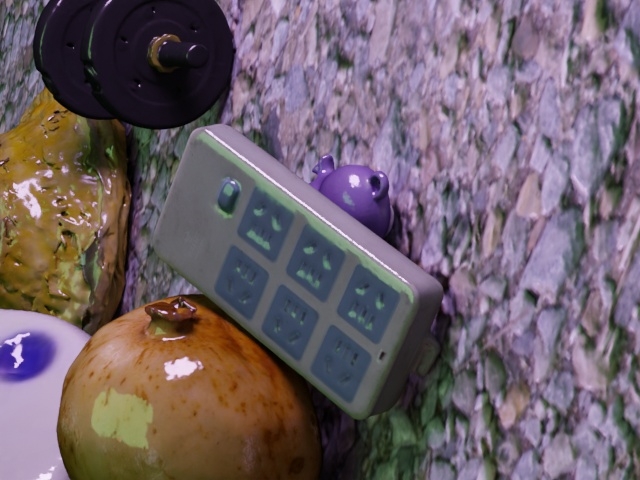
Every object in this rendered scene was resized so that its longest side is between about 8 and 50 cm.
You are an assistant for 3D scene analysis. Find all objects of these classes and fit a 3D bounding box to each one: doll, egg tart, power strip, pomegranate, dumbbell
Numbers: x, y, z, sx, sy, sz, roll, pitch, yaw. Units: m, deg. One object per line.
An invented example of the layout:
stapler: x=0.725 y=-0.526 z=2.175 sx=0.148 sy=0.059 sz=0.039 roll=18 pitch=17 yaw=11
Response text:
doll: x=0.000 y=0.000 z=1.353 sx=0.206 sy=0.067 sz=0.110 roll=-42 pitch=59 yaw=50
egg tart: x=-0.312 y=-0.008 z=1.875 sx=0.341 sy=0.132 sz=0.341 roll=-18 pitch=69 yaw=59
power strip: x=-0.022 y=0.018 z=1.296 sx=0.270 sy=0.046 sz=0.118 roll=38 pitch=121 yaw=30
pomegranate: x=-0.097 y=0.137 z=1.356 sx=0.215 sy=0.215 sz=0.215 roll=-24 pitch=63 yaw=58
dumbbell: x=-0.181 y=-0.181 z=1.657 sx=0.325 sy=0.143 sz=0.143 roll=16 pitch=97 yaw=62

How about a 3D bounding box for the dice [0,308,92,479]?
dice: x=-0.310 y=0.264 z=1.545 sx=0.304 sy=0.277 sz=0.304 roll=-89 pitch=-5 yaw=-53
